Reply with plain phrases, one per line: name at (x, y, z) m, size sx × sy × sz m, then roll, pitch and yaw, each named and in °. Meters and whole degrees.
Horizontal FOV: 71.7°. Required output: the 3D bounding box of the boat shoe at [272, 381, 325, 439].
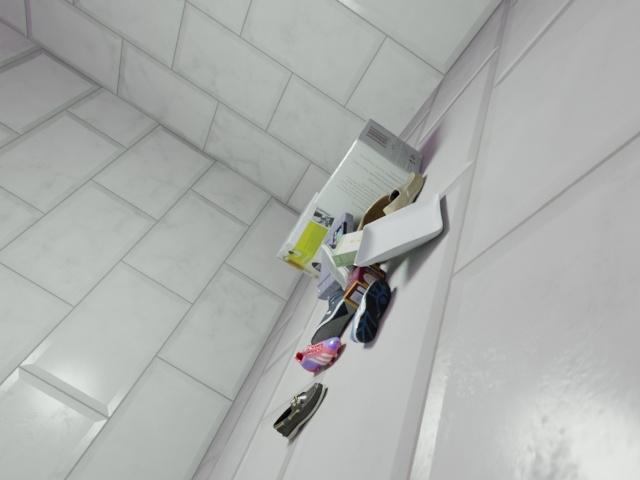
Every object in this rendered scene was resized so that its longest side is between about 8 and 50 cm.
boat shoe at (-0.066, 0.519, 1.367) m, size 0.228 × 0.068 × 0.081 m, roll -56°, pitch 5°, yaw 17°

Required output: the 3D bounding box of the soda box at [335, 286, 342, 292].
soda box at (0.094, 0.160, 2.099) m, size 0.216 × 0.069 × 0.074 m, roll -61°, pitch 6°, yaw -31°

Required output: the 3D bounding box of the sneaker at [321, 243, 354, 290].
sneaker at (0.104, 0.094, 1.725) m, size 0.127 × 0.126 × 0.321 m, roll -21°, pitch 29°, yaw -11°

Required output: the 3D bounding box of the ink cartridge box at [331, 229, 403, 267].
ink cartridge box at (0.170, 0.013, 1.496) m, size 0.235 × 0.056 × 0.171 m, roll -14°, pitch 20°, yaw 23°

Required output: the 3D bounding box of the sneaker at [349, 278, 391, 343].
sneaker at (0.138, 0.202, 1.287) m, size 0.211 × 0.080 × 0.081 m, roll -59°, pitch 8°, yaw -29°

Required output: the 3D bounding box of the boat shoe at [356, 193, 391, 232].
boat shoe at (0.231, -0.078, 1.936) m, size 0.341 × 0.121 × 0.110 m, roll -56°, pitch 5°, yaw 31°

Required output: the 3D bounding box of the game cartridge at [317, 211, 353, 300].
game cartridge at (0.067, 0.065, 1.988) m, size 0.230 × 0.068 × 0.355 m, roll 124°, pitch 159°, yaw -47°

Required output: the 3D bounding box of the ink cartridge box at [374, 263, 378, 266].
ink cartridge box at (0.201, 0.084, 1.728) m, size 0.063 × 0.029 × 0.115 m, roll -60°, pitch 6°, yaw -21°

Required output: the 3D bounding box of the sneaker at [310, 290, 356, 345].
sneaker at (0.041, 0.285, 1.636) m, size 0.226 × 0.086 × 0.163 m, roll -49°, pitch 14°, yaw 1°

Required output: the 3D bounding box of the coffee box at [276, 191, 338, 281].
coffee box at (0.000, 0.000, 2.503) m, size 0.338 × 0.334 × 0.337 m, roll -61°, pitch 7°, yaw -21°

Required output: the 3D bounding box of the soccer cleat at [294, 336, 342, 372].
soccer cleat at (-0.011, 0.386, 1.519) m, size 0.248 × 0.095 × 0.083 m, roll -52°, pitch 7°, yaw 51°

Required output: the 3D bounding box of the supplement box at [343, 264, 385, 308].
supplement box at (0.146, 0.144, 1.439) m, size 0.081 × 0.104 × 0.188 m, roll -54°, pitch 5°, yaw 25°

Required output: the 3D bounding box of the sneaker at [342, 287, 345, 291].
sneaker at (0.129, 0.184, 1.754) m, size 0.073 × 0.063 × 0.162 m, roll -39°, pitch 8°, yaw 0°

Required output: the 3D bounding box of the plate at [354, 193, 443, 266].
plate at (0.247, -0.026, 1.358) m, size 0.278 × 0.045 × 0.277 m, roll -25°, pitch 18°, yaw 23°

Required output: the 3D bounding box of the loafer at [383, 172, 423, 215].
loafer at (0.331, -0.184, 1.771) m, size 0.268 × 0.092 × 0.102 m, roll -60°, pitch 5°, yaw -33°

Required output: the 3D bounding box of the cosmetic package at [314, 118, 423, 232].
cosmetic package at (0.231, -0.294, 2.109) m, size 0.394 × 0.327 × 0.329 m, roll -53°, pitch 6°, yaw 35°
